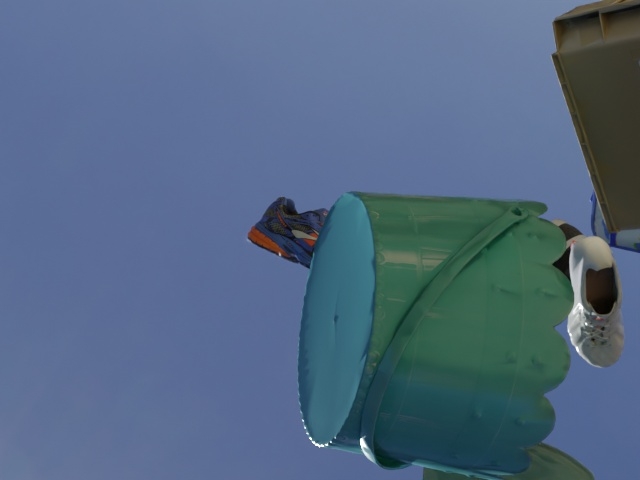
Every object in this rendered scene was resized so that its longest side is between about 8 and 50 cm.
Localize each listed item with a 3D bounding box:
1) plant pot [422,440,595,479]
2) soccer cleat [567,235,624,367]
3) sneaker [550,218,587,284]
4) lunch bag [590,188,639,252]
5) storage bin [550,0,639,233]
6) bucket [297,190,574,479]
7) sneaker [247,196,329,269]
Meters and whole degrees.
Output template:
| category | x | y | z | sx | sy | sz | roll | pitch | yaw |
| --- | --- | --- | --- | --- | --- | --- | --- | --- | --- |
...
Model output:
| category | x | y | z | sx | sy | sz | roll | pitch | yaw |
| --- | --- | --- | --- | --- | --- | --- | --- | --- | --- |
| plant pot | 0.256 | 0.398 | 1.811 | 0.235 | 0.293 | 0.293 | 4 | -158 | 7 |
| soccer cleat | 0.332 | 0.085 | 1.565 | 0.068 | 0.196 | 0.076 | -14 | -147 | 1 |
| sneaker | 0.343 | 0.083 | 1.954 | 0.121 | 0.217 | 0.079 | 35 | -172 | 38 |
| lunch bag | 0.453 | -0.086 | 1.751 | 0.176 | 0.219 | 0.090 | 14 | -152 | 25 |
| storage bin | 0.409 | -0.151 | 1.398 | 0.123 | 0.260 | 0.262 | -32 | -163 | -39 |
| bucket | 0.097 | 0.084 | 1.223 | 0.183 | 0.281 | 0.281 | 7 | -151 | -15 |
| sneaker | 0.000 | 0.000 | 1.786 | 0.221 | 0.087 | 0.083 | 23 | 178 | 27 |
